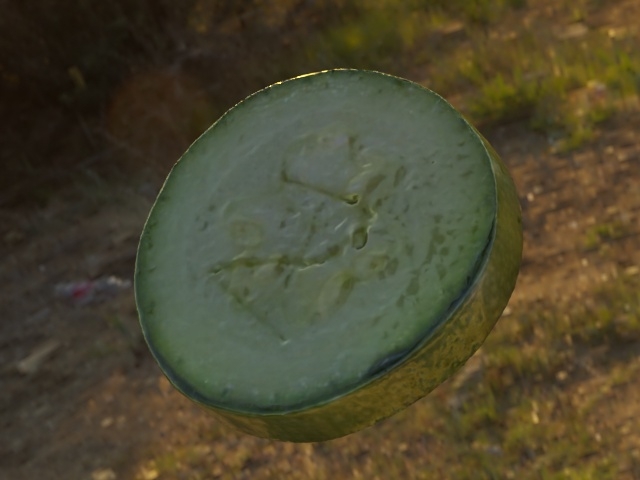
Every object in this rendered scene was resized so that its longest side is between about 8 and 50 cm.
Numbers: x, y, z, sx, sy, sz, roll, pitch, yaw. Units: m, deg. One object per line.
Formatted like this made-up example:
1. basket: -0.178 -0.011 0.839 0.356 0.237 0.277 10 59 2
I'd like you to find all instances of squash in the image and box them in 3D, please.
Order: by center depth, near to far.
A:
1. squash: 0.000 0.000 0.983 0.252 0.049 0.252 -13 57 22
